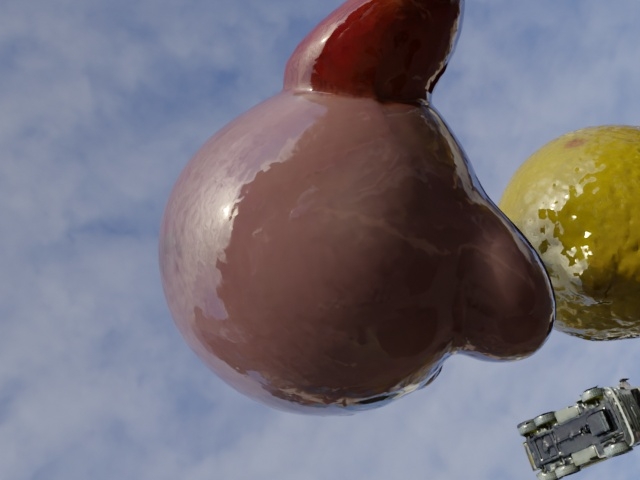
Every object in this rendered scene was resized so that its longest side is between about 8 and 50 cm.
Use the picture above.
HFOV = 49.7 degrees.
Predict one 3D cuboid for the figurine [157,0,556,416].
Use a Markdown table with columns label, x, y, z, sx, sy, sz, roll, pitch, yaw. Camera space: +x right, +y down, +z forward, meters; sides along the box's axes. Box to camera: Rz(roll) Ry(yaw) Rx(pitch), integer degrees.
| label | x | y | z | sx | sy | sz | roll | pitch | yaw |
| --- | --- | --- | --- | --- | --- | --- | --- | --- | --- |
| figurine | -0.007 | -0.006 | 0.469 | 0.211 | 0.270 | 0.261 | -15 | -101 | -28 |

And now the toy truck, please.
| label | x | y | z | sx | sy | sz | roll | pitch | yaw |
| --- | --- | --- | --- | --- | --- | --- | --- | --- | --- |
| toy truck | 0.393 | 0.287 | 1.027 | 0.114 | 0.097 | 0.227 | 0 | -31 | -28 |

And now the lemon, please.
| label | x | y | z | sx | sy | sz | roll | pitch | yaw |
| --- | --- | --- | --- | --- | --- | --- | --- | --- | --- |
| lemon | 0.297 | -0.008 | 0.720 | 0.254 | 0.229 | 0.228 | -5 | -70 | -58 |
